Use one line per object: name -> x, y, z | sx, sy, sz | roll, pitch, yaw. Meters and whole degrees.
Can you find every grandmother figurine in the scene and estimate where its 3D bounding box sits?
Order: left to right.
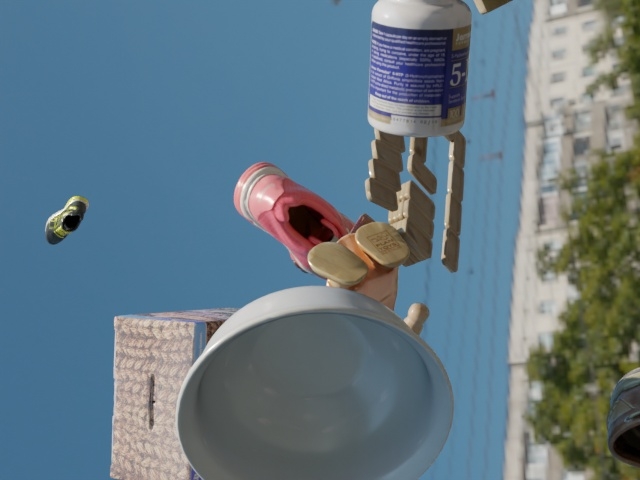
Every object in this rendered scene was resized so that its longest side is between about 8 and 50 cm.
grandmother figurine -> 0.049, 0.133, 1.469 | 0.342, 0.207, 0.104 | 94, 152, -42

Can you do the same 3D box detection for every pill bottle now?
pill bottle -> 0.110, -0.217, 1.277 | 0.112, 0.112, 0.187 | -43, -41, -60

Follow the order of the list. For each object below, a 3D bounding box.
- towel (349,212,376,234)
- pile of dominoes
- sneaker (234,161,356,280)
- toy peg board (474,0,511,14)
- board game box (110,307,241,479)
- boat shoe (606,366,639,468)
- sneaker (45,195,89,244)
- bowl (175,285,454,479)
towel -> 0.058, 0.014, 1.491 | 0.083, 0.060, 0.009 | -58, 8, -2
pile of dominoes -> 0.113, -0.090, 1.473 | 0.196, 0.040, 0.251 | 42, -139, -35
sneaker -> -0.001, 0.000, 1.803 | 0.314, 0.136, 0.116 | 34, -90, -40
toy peg board -> 0.242, -0.389, 1.425 | 0.161, 0.079, 0.161 | -30, -83, -29
board game box -> -0.164, 0.224, 1.719 | 0.291, 0.141, 0.232 | 0, -89, -61
boat shoe -> 0.446, 0.196, 1.172 | 0.116, 0.324, 0.123 | -42, -63, -52
sneaker -> -0.320, -0.021, 1.442 | 0.031, 0.083, 0.035 | 29, -148, -23
bowl -> -0.010, 0.154, 1.270 | 0.134, 0.297, 0.298 | -97, -17, -55
